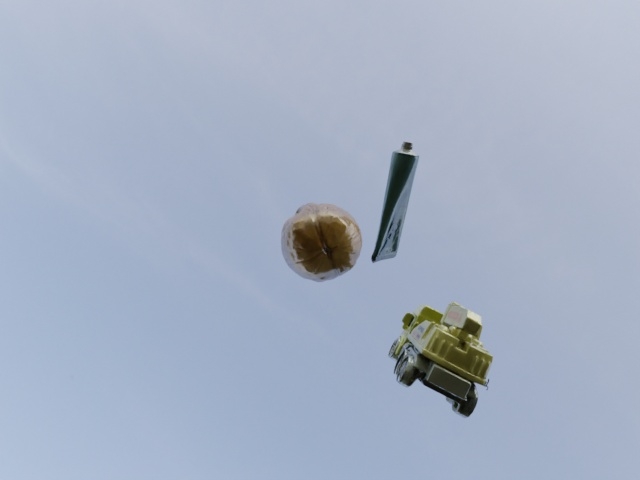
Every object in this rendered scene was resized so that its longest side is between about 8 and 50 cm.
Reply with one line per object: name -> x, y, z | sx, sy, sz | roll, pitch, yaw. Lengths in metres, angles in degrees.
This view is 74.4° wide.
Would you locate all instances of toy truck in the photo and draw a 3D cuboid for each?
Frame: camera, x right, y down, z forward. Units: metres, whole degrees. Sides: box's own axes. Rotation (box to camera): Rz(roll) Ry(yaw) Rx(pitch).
toy truck -> 0.210, 0.183, 0.740 | 0.124, 0.272, 0.157 | 27, -91, 6

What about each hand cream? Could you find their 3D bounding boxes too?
hand cream -> 0.138, -0.068, 0.776 | 0.048, 0.083, 0.224 | 22, -69, 38

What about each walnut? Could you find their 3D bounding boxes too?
walnut -> 0.000, 0.000, 0.742 | 0.144, 0.180, 0.144 | -2, -84, -17
